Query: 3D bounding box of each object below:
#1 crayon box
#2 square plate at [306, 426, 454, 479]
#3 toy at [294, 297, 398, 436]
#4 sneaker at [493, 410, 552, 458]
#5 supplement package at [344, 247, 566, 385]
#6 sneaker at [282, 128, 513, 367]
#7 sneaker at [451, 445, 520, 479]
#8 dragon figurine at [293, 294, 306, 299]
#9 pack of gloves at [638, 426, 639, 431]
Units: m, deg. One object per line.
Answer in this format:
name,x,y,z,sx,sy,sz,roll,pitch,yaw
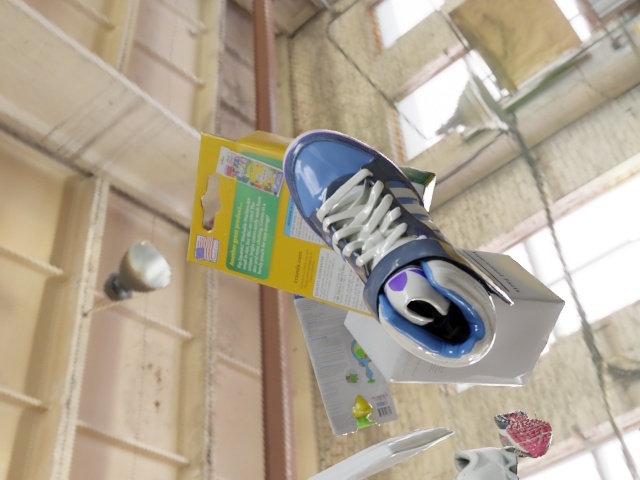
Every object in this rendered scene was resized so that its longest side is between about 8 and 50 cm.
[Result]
crayon box,-0.018,-0.030,1.182,0.323,0.203,0.083,16,-158,14
square plate,0.116,0.547,2.050,0.347,0.344,0.049,5,-124,-57
toy,0.035,0.211,1.436,0.137,0.056,0.237,-7,-112,-34
sneaker,0.568,0.550,2.304,0.299,0.121,0.112,105,153,-89
supplement package,0.223,0.123,1.405,0.293,0.177,0.175,8,-156,-29
sneaker,0.078,0.004,0.937,0.323,0.130,0.236,49,-174,-5
sneaker,0.312,0.515,1.589,0.330,0.146,0.122,-77,-11,-69
dragon figurine,0.000,0.000,1.700,0.144,0.085,0.289,16,-110,-58
pack of gloves,0.917,0.504,2.092,0.195,0.232,0.046,43,-126,-59
